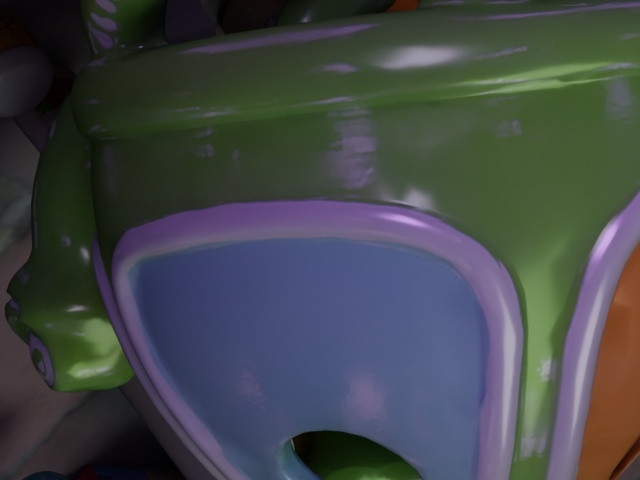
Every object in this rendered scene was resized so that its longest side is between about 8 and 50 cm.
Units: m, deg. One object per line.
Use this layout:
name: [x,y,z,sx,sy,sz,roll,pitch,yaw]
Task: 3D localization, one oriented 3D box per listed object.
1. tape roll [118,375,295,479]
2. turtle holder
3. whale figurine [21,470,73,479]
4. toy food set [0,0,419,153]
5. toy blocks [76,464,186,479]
tape roll: [-0.003,0.064,0.875,0.246,0.169,0.246,-31,149,-21]
turtle holder: [0.004,0.001,0.532,0.320,0.228,0.243,-6,-175,4]
whale figurine: [-0.248,0.207,0.840,0.216,0.141,0.272,-43,175,1]
toy food set: [-0.057,-0.083,0.678,0.232,0.104,0.111,-24,146,-30]
toy blocks: [-0.020,0.260,0.955,0.261,0.381,0.191,16,112,-44]
